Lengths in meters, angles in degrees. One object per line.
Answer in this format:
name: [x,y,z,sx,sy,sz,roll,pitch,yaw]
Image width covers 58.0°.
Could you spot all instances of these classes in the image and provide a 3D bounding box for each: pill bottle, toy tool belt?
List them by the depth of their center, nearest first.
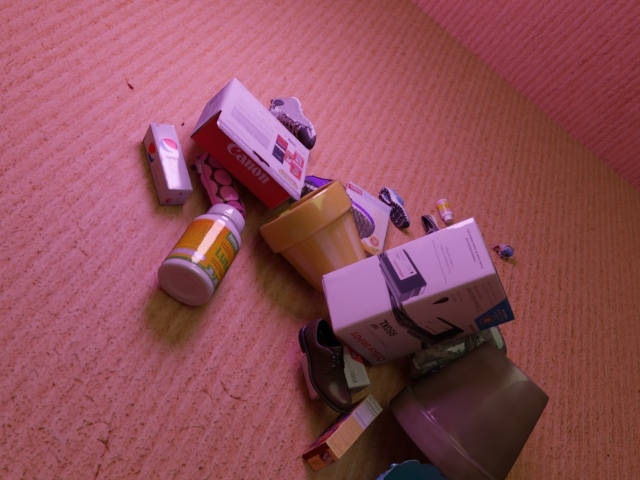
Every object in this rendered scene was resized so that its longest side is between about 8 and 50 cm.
pill bottle: [-0.274,0.024,1.387,0.136,0.136,0.246,34,44,-10]
pill bottle: [0.452,-0.106,2.089,0.043,0.043,0.083,6,55,-33]
toy tool belt: [0.683,0.040,2.144,0.083,0.052,0.051,17,42,-25]

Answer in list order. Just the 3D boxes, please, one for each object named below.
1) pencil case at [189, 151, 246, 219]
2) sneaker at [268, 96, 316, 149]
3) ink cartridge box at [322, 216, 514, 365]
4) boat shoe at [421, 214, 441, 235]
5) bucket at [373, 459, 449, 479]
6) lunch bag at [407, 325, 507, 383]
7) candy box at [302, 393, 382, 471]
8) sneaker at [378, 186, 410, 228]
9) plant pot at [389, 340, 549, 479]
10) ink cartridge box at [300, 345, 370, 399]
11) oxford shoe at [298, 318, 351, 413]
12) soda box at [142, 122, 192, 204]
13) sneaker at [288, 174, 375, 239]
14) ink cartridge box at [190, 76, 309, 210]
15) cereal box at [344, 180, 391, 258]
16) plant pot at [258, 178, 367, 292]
pencil case: [-0.273,-0.138,1.546,0.209,0.095,0.098,63,12,22]
sneaker: [-0.108,-0.379,1.866,0.132,0.086,0.229,-2,49,-32]
ink cartridge box: [0.243,0.142,1.425,0.285,0.394,0.166,47,25,-51]
boat shoe: [0.386,-0.024,1.976,0.049,0.056,0.152,2,48,-30]
bucket: [0.179,0.631,1.230,0.281,0.183,0.281,19,49,-24]
lunch bag: [0.340,0.251,1.631,0.255,0.213,0.305,-2,56,-16]
candy box: [0.052,0.442,1.333,0.053,0.109,0.186,51,43,7]
sneaker: [0.264,-0.115,1.945,0.073,0.063,0.162,-6,62,-43]
plant pot: [0.374,0.405,1.378,0.323,0.280,0.323,43,2,-2]
ink cartridge box: [0.035,0.327,1.439,0.150,0.063,0.109,1,57,-34]
oxford shoe: [0.021,0.289,1.345,0.082,0.096,0.227,-8,65,-40]
soda box: [-0.401,-0.200,1.508,0.069,0.074,0.216,-2,60,-37]
sneaker: [0.052,-0.118,1.712,0.293,0.102,0.146,31,36,17]
ink cartridge box: [-0.187,-0.244,1.574,0.309,0.130,0.272,43,30,-25]
cereal box: [0.128,-0.058,1.811,0.173,0.047,0.240,32,44,-14]
plant pot: [0.000,0.000,1.550,0.254,0.254,0.239,-41,103,-46]
